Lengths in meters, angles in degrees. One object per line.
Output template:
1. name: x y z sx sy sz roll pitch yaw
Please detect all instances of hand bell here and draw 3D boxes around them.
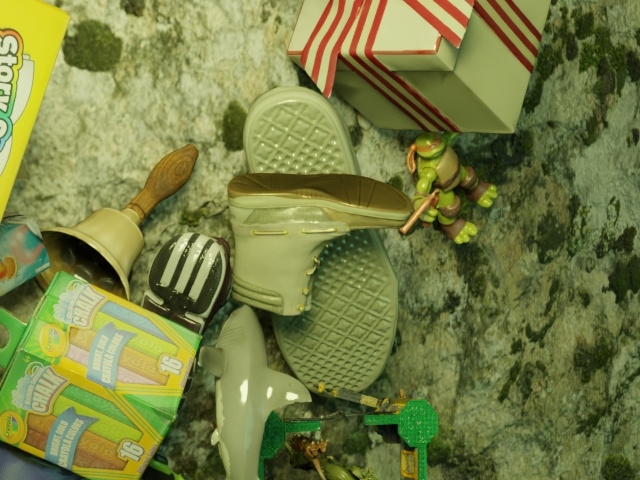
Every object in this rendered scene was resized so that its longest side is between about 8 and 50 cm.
1. hand bell: -0.199 -0.033 1.334 0.242 0.126 0.126 -54 135 -42

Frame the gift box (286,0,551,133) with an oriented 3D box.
1. gift box: 0.127 -0.269 1.513 0.258 0.255 0.276 35 62 -48

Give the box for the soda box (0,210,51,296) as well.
1. soda box: -0.356 0.037 1.181 0.183 0.063 0.058 -35 124 -39

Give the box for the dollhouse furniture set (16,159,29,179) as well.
1. dollhouse furniture set: -0.332 -0.040 1.188 0.114 0.091 0.081 0 114 -52

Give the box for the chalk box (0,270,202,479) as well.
1. chalk box: -0.249 0.133 1.215 0.132 0.213 0.132 -60 -170 34

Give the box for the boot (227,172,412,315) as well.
1. boot: -0.003 0.008 1.422 0.077 0.213 0.165 -84 177 -62

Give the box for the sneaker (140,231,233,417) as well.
1. sneaker: -0.167 0.117 1.397 0.281 0.106 0.162 -61 173 11

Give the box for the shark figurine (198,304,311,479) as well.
1. shark figurine: -0.062 0.204 1.342 0.166 0.116 0.278 33 51 -79

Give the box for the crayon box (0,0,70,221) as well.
1. crayon box: -0.415 -0.078 0.996 0.313 0.106 0.363 22 82 -33

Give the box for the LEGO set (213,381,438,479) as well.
1. LEGO set: -0.014 0.309 1.569 0.331 0.192 0.255 -8 89 -27

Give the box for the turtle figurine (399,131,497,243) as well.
1. turtle figurine: 0.174 -0.087 1.746 0.217 0.087 0.270 53 51 -50

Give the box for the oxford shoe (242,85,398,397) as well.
1. oxford shoe: 0.000 0.000 1.534 0.169 0.130 0.449 -13 118 0

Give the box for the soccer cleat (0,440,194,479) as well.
1. soccer cleat: -0.237 0.282 1.306 0.289 0.093 0.121 30 107 -24
